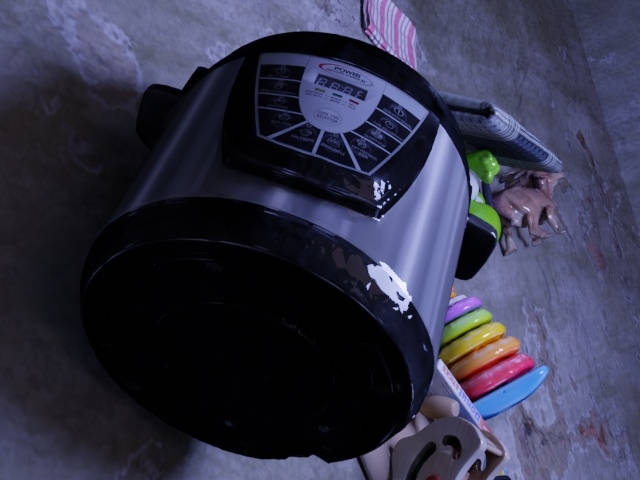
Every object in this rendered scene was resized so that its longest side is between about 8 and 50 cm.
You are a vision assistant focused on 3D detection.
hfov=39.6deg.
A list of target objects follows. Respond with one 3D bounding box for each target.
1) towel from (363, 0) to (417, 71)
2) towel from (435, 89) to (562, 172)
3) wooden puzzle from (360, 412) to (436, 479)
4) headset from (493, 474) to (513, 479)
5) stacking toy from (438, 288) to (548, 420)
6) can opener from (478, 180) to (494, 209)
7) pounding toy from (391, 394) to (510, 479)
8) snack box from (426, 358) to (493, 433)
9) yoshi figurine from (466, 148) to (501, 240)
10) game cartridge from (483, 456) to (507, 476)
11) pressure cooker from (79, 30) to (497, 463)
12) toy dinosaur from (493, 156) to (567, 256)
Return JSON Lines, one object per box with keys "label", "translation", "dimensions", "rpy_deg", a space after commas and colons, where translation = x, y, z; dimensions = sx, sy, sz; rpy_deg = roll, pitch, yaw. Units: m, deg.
{"label": "towel", "translation": [0.147, -0.425, 1.797], "dimensions": [0.197, 0.029, 0.144], "rpy_deg": [35, 47, -44]}
{"label": "towel", "translation": [0.232, -0.203, 1.562], "dimensions": [0.312, 0.324, 0.056], "rpy_deg": [20, 87, -52]}
{"label": "wooden puzzle", "translation": [0.135, 0.314, 1.375], "dimensions": [0.238, 0.044, 0.221], "rpy_deg": [-31, 101, -54]}
{"label": "headset", "translation": [0.310, 0.501, 1.302], "dimensions": [0.394, 0.185, 0.244], "rpy_deg": [-89, 174, -79]}
{"label": "stacking toy", "translation": [0.249, 0.160, 1.555], "dimensions": [0.302, 0.175, 0.166], "rpy_deg": [61, 0, 16]}
{"label": "can opener", "translation": [0.344, -0.061, 1.879], "dimensions": [0.073, 0.059, 0.186], "rpy_deg": [47, 39, -33]}
{"label": "pounding toy", "translation": [0.204, 0.349, 1.277], "dimensions": [0.155, 0.154, 0.270], "rpy_deg": [32, 55, -39]}
{"label": "snack box", "translation": [0.202, 0.257, 1.393], "dimensions": [0.178, 0.064, 0.022], "rpy_deg": [54, 39, -24]}
{"label": "yoshi figurine", "translation": [0.223, -0.069, 1.591], "dimensions": [0.362, 0.203, 0.203], "rpy_deg": [22, 71, -54]}
{"label": "game cartridge", "translation": [0.317, 0.419, 1.622], "dimensions": [0.056, 0.017, 0.083], "rpy_deg": [57, 34, -15]}
{"label": "pressure cooker", "translation": [-0.029, -0.020, 0.983], "dimensions": [0.370, 0.375, 0.420], "rpy_deg": [57, 36, -31]}
{"label": "toy dinosaur", "translation": [0.455, -0.086, 2.019], "dimensions": [0.295, 0.127, 0.200], "rpy_deg": [-14, 78, -47]}
